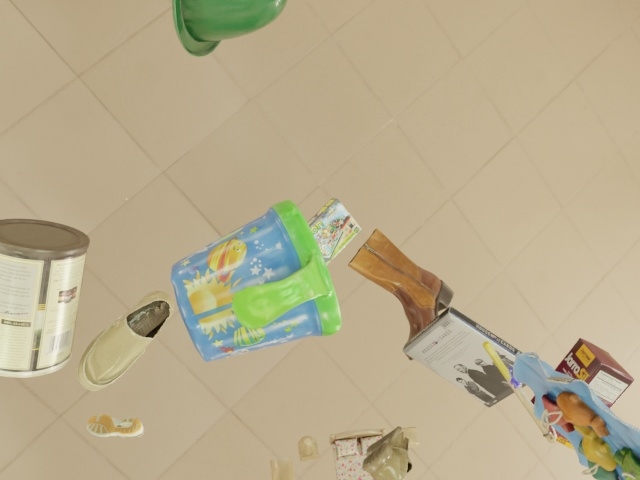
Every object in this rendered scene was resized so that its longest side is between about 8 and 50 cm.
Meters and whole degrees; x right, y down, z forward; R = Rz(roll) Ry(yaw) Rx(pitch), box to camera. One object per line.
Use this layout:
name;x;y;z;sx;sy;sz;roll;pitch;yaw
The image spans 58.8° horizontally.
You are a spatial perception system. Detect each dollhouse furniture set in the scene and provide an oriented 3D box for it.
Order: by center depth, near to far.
dollhouse furniture set;0.077;0.552;1.232;0.356;0.174;0.303;-6;52;-6

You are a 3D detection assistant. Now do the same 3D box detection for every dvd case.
dvd case;0.321;0.253;1.214;0.239;0.179;0.029;34;44;-4

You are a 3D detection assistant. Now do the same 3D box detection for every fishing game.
fishing game;0.211;0.164;0.433;0.041;0.264;0.189;-38;109;-5

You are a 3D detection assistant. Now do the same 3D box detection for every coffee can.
coffee can;-0.608;0.114;1.185;0.202;0.201;0.275;10;104;-19

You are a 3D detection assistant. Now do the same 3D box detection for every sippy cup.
sippy cup;-0.112;0.079;0.917;0.224;0.305;0.240;-21;61;-11

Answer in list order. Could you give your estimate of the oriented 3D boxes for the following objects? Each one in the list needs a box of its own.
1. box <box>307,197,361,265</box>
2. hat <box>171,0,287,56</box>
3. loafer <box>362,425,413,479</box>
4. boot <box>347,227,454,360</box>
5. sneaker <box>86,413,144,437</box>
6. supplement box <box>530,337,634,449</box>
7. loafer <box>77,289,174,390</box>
box;0.000;0.000;1.483;0.207;0.036;0.114;-46;112;-14
hat;-0.039;-0.259;0.609;0.184;0.208;0.173;21;96;5
loafer;0.090;0.283;0.735;0.056;0.148;0.050;-39;76;12
boot;0.192;0.133;1.449;0.280;0.096;0.264;38;58;-7
sneaker;-0.299;0.276;0.832;0.083;0.037;0.032;4;56;9
supplement box;0.518;0.307;1.144;0.081;0.104;0.188;27;107;-9
loafer;-0.428;0.213;1.258;0.102;0.092;0.268;42;66;-10
